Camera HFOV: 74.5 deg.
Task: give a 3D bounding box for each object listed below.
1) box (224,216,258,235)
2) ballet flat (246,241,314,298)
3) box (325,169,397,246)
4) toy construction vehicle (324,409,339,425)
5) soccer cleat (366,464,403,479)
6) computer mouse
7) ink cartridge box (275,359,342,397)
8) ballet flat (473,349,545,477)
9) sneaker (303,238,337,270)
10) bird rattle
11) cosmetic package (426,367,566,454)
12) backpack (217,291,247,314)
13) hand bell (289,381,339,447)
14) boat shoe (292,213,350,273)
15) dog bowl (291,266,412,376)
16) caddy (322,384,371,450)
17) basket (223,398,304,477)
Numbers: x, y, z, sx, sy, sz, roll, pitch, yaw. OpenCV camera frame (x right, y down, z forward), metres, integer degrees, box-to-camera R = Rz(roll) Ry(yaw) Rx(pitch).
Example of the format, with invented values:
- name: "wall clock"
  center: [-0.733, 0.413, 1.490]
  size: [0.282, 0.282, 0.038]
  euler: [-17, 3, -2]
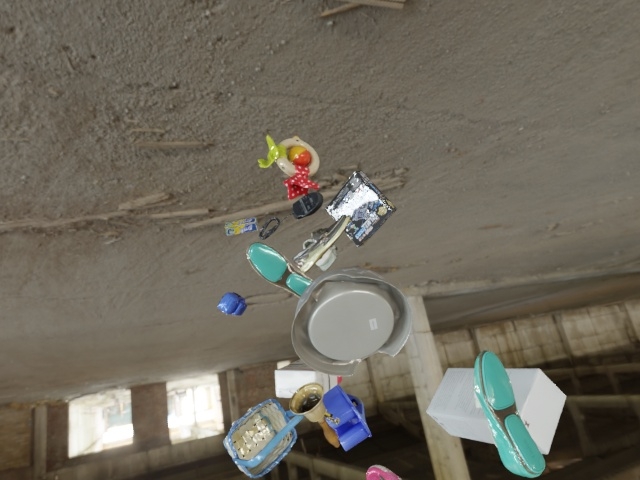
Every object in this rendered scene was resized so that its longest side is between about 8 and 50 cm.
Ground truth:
- name: "box"
  center: [-0.412, -0.074, 2.205]
  size: [0.169, 0.059, 0.054]
  euler: [-11, 121, 0]
- name: "ballet flat"
  center: [-0.129, 0.121, 1.472]
  size: [0.107, 0.316, 0.106]
  euler: [-51, -174, -10]
- name: "box"
  center: [0.208, -0.167, 2.239]
  size: [0.295, 0.293, 0.073]
  euler: [-51, 163, 31]
- name: "toy construction vehicle"
  center: [0.026, 0.690, 1.668]
  size: [0.098, 0.035, 0.086]
  euler: [17, 156, 29]
- name: "soccer cleat"
  center: [0.278, 0.813, 1.279]
  size: [0.143, 0.331, 0.116]
  euler: [-15, 146, -56]
- name: "computer mouse"
  center: [-0.091, -0.071, 1.319]
  size: [0.242, 0.071, 0.041]
  euler: [-31, 146, 13]
- name: "ink cartridge box"
  center: [-0.042, 0.521, 1.608]
  size: [0.172, 0.100, 0.237]
  euler: [-7, 174, 24]
- name: "ballet flat"
  center: [0.367, 0.359, 0.875]
  size: [0.083, 0.247, 0.087]
  euler: [-3, 150, -27]
- name: "sneaker"
  center: [-0.008, 0.041, 1.908]
  size: [0.122, 0.146, 0.330]
  euler: [-52, -177, -1]
- name: "bird rattle"
  center: [-0.086, -0.276, 1.466]
  size: [0.207, 0.253, 0.143]
  euler: [-44, 168, -36]
- name: "cosmetic package"
  center: [0.637, 0.616, 1.577]
  size: [0.230, 0.161, 0.453]
  euler: [-50, -171, -28]
- name: "backpack"
  center: [-0.391, 0.284, 1.881]
  size: [0.101, 0.098, 0.120]
  euler: [25, 173, 20]
- name: "hand bell"
  center: [0.008, 0.607, 1.410]
  size: [0.126, 0.242, 0.126]
  euler: [-25, -158, 11]
- name: "boat shoe"
  center: [0.000, 0.000, 0.870]
  size: [0.152, 0.049, 0.056]
  euler: [-49, -179, 5]
- name: "dog bowl"
  center: [0.085, 0.232, 1.232]
  size: [0.349, 0.102, 0.348]
  euler: [-4, 117, -8]
- name: "caddy"
  center: [0.109, 0.766, 1.884]
  size: [0.179, 0.241, 0.341]
  euler: [-31, -173, -11]
- name: "basket"
  center: [-0.197, 0.679, 1.448]
  size: [0.255, 0.201, 0.289]
  euler: [-30, 178, -43]
